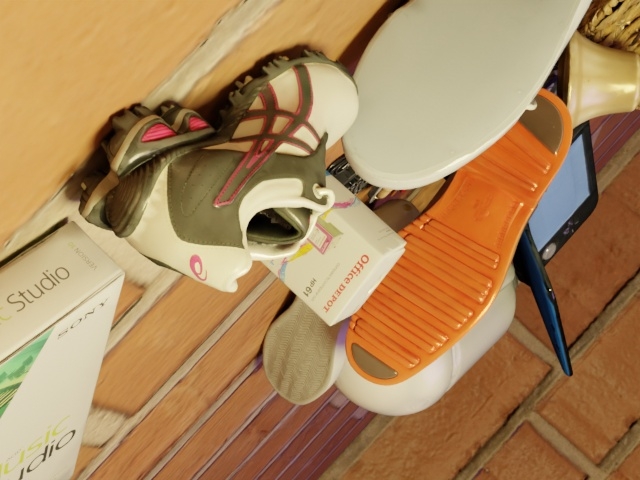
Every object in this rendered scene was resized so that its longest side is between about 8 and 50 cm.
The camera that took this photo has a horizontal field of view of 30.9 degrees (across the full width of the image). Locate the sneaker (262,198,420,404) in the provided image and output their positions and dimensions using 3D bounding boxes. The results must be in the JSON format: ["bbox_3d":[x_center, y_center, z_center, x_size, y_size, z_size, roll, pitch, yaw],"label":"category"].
[{"bbox_3d":[0.038,0.074,1.394,0.169,0.108,0.292,-32,159,-41],"label":"sneaker"}]

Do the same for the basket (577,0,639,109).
[{"bbox_3d":[0.444,-0.312,1.327,0.299,0.213,0.223,-28,-144,56],"label":"basket"}]

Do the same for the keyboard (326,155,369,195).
[{"bbox_3d":[0.024,-0.056,1.152,0.180,0.023,0.108,-40,165,-33],"label":"keyboard"}]

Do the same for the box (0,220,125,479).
[{"bbox_3d":[-0.252,0.149,0.775,0.232,0.058,0.322,-39,164,-35],"label":"box"}]

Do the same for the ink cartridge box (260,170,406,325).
[{"bbox_3d":[0.000,0.000,1.011,0.088,0.122,0.052,-55,166,28],"label":"ink cartridge box"}]

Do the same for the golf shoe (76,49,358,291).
[{"bbox_3d":[-0.038,-0.043,0.776,0.273,0.120,0.105,-34,160,-51],"label":"golf shoe"}]

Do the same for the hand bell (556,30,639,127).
[{"bbox_3d":[0.391,-0.177,1.289,0.126,0.242,0.126,2,90,-84],"label":"hand bell"}]

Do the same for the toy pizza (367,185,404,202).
[{"bbox_3d":[0.126,-0.108,1.228,0.201,0.032,0.201,-47,178,-2],"label":"toy pizza"}]

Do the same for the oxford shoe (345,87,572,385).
[{"bbox_3d":[0.158,0.005,1.277,0.364,0.130,0.133,-54,171,2],"label":"oxford shoe"}]

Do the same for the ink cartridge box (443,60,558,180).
[{"bbox_3d":[0.248,-0.169,1.468,0.165,0.065,0.332,-55,166,26],"label":"ink cartridge box"}]

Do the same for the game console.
[{"bbox_3d":[0.339,-0.001,1.563,0.250,0.173,0.293,-46,150,-10],"label":"game console"}]

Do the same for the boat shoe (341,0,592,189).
[{"bbox_3d":[0.145,-0.184,0.970,0.367,0.136,0.156,-56,171,-8],"label":"boat shoe"}]

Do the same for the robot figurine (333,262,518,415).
[{"bbox_3d":[0.129,0.104,1.566,0.300,0.200,0.353,-36,180,44],"label":"robot figurine"}]
